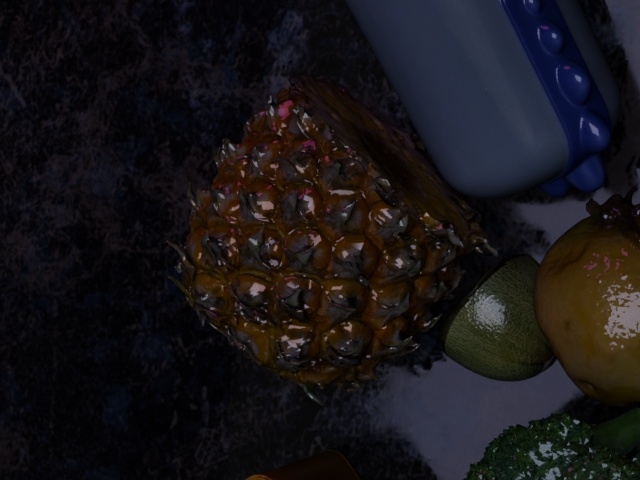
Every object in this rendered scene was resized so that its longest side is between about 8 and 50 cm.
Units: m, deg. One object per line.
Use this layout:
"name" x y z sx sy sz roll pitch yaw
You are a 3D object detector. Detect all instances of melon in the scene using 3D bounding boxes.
"melon" 0.222 0.103 1.918 0.128 0.079 0.160 39 101 17

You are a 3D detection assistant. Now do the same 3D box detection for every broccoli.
"broccoli" 0.321 0.335 1.758 0.413 0.321 0.310 9 96 42

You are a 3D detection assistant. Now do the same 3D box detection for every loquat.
"loquat" 0.351 0.064 1.797 0.244 0.244 0.244 0 90 19

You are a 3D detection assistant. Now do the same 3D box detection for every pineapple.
"pineapple" 0.002 0.002 1.858 0.352 0.352 0.300 39 102 15

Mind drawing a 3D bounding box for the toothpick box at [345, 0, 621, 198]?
"toothpick box" 0.201 -0.204 1.813 0.263 0.263 0.354 -25 102 17

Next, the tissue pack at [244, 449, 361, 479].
"tissue pack" -0.024 0.364 1.900 0.145 0.274 0.194 -40 78 13
